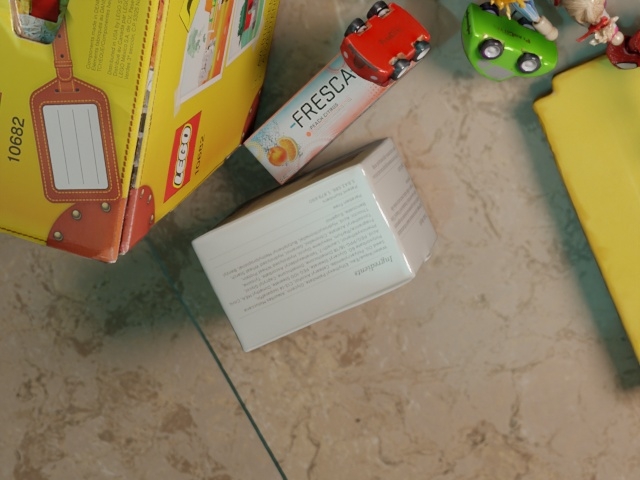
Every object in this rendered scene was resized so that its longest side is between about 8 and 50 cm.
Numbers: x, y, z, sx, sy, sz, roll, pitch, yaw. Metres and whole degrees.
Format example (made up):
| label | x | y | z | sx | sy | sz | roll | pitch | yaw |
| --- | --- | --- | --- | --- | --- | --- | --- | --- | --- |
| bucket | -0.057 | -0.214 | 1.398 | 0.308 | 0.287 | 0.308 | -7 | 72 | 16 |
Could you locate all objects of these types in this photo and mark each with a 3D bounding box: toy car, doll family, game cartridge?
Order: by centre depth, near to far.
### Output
| label | x | y | z | sx | sy | sz | roll | pitch | yaw |
| --- | --- | --- | --- | --- | --- | --- | --- | --- | --- |
| doll family | 0.160 | -0.264 | 1.254 | 0.118 | 0.163 | 0.263 | -30 | 95 | 16 |
| toy car | 0.114 | -0.196 | 1.301 | 0.225 | 0.239 | 0.053 | 19 | 136 | -19 |
| game cartridge | 0.384 | -0.051 | 1.319 | 0.285 | 0.053 | 0.323 | -21 | 95 | 15 |

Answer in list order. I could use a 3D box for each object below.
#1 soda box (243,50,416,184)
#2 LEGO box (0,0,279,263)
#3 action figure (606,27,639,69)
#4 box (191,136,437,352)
| label | x | y | z | sx | sy | sz | roll | pitch | yaw |
| --- | --- | --- | --- | --- | --- | --- | --- | --- | --- |
| soda box | 0.013 | -0.136 | 1.365 | 0.183 | 0.063 | 0.058 | -41 | 91 | 16 |
| LEGO box | -0.151 | -0.288 | 1.173 | 0.193 | 0.372 | 0.500 | 16 | 112 | 9 |
| action figure | 0.382 | -0.152 | 1.210 | 0.280 | 0.091 | 0.139 | -2 | 124 | 40 |
| box | 0.000 | 0.000 | 1.337 | 0.182 | 0.181 | 0.119 | -24 | 96 | 15 |
